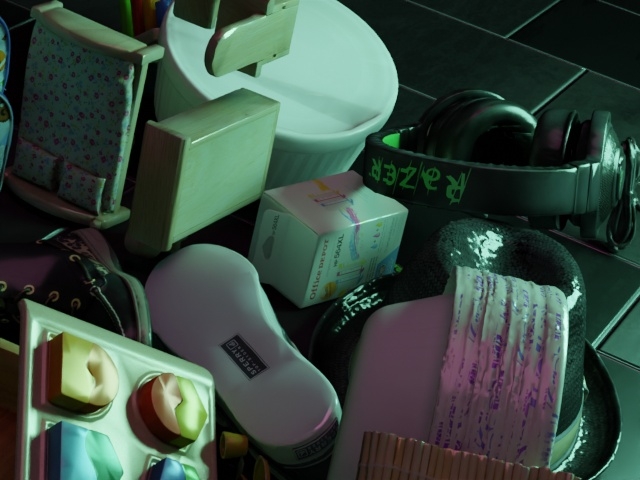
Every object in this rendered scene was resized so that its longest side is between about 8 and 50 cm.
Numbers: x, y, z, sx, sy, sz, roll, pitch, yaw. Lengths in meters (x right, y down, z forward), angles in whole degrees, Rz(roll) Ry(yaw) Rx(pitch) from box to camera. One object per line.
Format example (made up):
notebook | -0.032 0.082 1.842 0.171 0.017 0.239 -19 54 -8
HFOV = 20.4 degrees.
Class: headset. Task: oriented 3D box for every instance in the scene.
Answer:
headset | 0.214 -0.054 1.841 0.243 0.185 0.394 15 18 41

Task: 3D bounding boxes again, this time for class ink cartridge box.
ink cartridge box | 0.000 0.000 1.784 0.143 0.092 0.090 -16 41 -40

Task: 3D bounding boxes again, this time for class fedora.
fedora | 0.148 0.083 1.625 0.334 0.152 0.334 10 31 -6

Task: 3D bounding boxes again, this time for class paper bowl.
paper bowl | 0.085 0.158 1.344 0.148 0.284 0.284 13 29 2

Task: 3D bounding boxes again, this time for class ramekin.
ramekin | -0.060 -0.161 1.956 0.273 0.127 0.273 14 42 -13

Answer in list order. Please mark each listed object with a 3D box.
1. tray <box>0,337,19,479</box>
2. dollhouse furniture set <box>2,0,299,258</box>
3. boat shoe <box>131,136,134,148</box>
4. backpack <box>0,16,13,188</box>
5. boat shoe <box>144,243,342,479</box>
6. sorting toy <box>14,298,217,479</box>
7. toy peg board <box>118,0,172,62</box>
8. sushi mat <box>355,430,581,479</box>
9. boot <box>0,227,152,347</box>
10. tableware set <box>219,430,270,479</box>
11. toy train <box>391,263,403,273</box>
tray | -0.307 0.209 1.319 0.203 0.076 0.411 21 29 15
dollhouse furniture set | -0.235 -0.143 1.713 0.355 0.303 0.174 24 27 21
boat shoe | -0.228 -0.115 1.904 0.045 0.050 0.135 28 7 5
backpack | -0.416 -0.136 1.682 0.276 0.263 0.213 -15 40 -42
boat shoe | -0.061 0.114 1.554 0.108 0.102 0.301 -31 42 -13
sorting toy | -0.149 0.153 1.370 0.193 0.038 0.208 25 43 -37
toy peg board | -0.160 -0.263 2.113 0.161 0.079 0.161 -6 -3 -29
sushi mat | 0.073 0.291 1.154 0.151 0.316 0.019 11 -15 0
boot | -0.256 0.063 1.584 0.179 0.085 0.236 -3 27 -23
tableware set | -0.061 0.207 1.387 0.024 0.104 0.154 4 30 -14
toy train | 0.098 0.046 1.819 0.024 0.017 0.083 -2 31 -43
